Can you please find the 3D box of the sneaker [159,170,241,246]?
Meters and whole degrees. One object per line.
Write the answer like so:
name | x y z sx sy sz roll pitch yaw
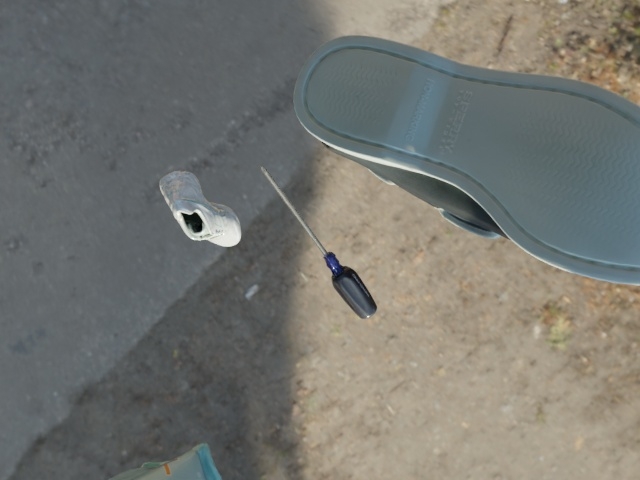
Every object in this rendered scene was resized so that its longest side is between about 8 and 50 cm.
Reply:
sneaker | -0.140 -0.021 1.138 0.054 0.061 0.152 -26 146 14

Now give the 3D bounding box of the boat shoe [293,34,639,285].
boat shoe | 0.125 -0.056 0.637 0.114 0.303 0.091 -60 153 4

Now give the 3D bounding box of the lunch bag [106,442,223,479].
lunch bag | -0.149 0.339 0.804 0.223 0.160 0.262 -25 89 -46

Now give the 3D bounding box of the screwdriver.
screwdriver | 0.000 0.000 0.827 0.025 0.024 0.169 -42 111 -28
